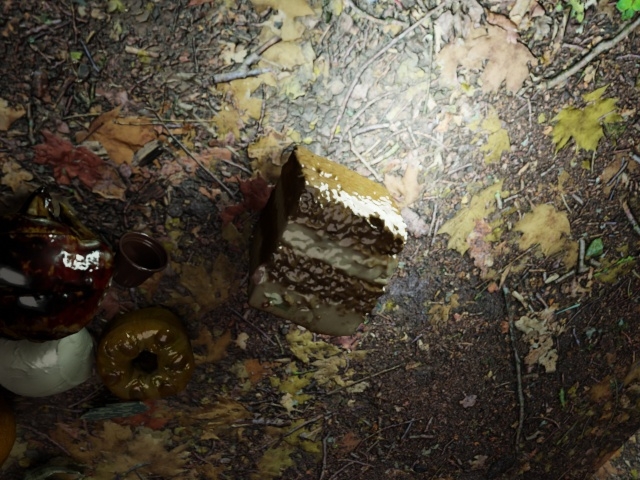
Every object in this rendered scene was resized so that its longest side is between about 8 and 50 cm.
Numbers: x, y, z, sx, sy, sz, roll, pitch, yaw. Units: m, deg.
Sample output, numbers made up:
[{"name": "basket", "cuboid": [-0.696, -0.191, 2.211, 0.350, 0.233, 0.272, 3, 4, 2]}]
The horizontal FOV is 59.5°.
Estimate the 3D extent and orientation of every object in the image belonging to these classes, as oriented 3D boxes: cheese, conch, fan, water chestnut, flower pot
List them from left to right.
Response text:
[{"name": "water chestnut", "cuboid": [-0.542, 0.053, 1.054, 0.288, 0.244, 0.289, 10, 129, 12]}, {"name": "cheese", "cuboid": [-0.585, 0.244, 1.177, 0.188, 0.155, 0.198, 0, 144, -7]}, {"name": "conch", "cuboid": [-0.683, 0.625, 1.387, 0.207, 0.130, 0.155, -7, 152, -29]}, {"name": "fan", "cuboid": [-0.488, 0.406, 1.327, 0.240, 0.009, 0.131, -23, 146, 32]}, {"name": "flower pot", "cuboid": [-0.387, 0.050, 1.168, 0.111, 0.111, 0.089, 29, 120, -26]}]

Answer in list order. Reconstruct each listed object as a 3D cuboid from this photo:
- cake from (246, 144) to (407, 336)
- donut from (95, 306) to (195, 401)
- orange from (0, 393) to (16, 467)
[{"name": "cake", "cuboid": [0.000, 0.000, 1.140, 0.255, 0.282, 0.290, 25, 114, -18]}, {"name": "donut", "cuboid": [-0.395, 0.259, 1.267, 0.226, 0.114, 0.227, -6, 120, -11]}, {"name": "orange", "cuboid": [-0.797, 0.418, 1.179, 0.264, 0.264, 0.264, -6, 119, -11]}]
